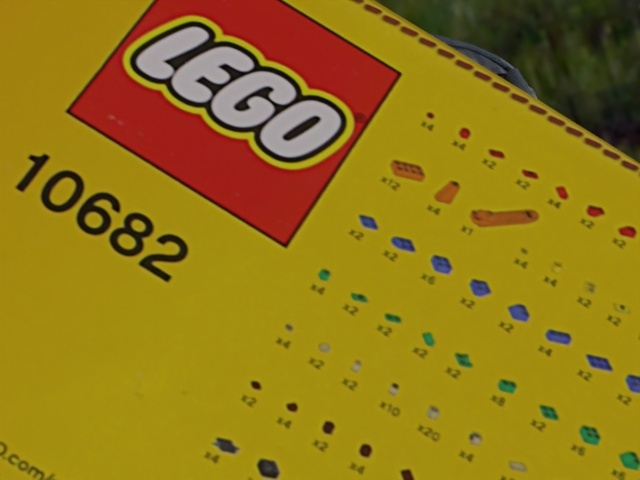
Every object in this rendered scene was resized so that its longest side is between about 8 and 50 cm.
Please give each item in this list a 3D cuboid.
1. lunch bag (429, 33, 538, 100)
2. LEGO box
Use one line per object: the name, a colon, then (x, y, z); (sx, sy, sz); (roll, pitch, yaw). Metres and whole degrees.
lunch bag: (0.000, 0.000, 1.231); (0.256, 0.212, 0.305); (-12, -25, -14)
LEGO box: (0.048, 0.171, 0.512); (0.193, 0.500, 0.372); (-57, -2, -31)
